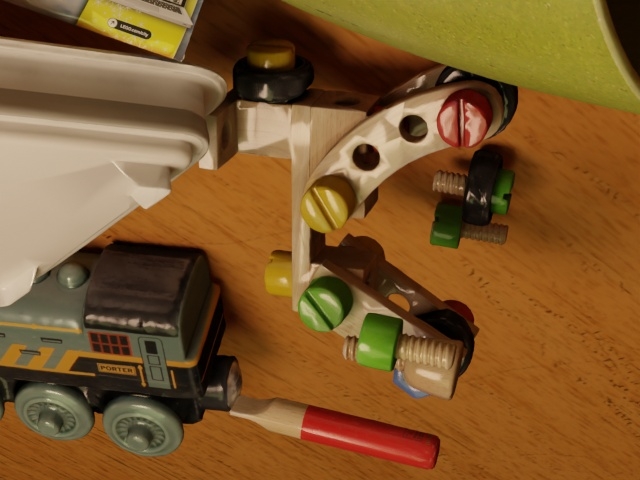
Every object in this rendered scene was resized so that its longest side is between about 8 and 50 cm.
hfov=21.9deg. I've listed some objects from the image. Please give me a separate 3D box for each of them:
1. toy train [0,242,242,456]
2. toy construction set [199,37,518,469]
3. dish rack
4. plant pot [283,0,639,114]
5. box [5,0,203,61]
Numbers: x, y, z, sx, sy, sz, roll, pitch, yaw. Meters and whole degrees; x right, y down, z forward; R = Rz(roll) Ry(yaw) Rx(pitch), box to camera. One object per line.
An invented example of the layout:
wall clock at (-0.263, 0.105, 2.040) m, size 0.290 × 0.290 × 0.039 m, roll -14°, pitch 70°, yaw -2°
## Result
toy train at (-0.237, 0.085, 1.509) m, size 0.334 × 0.142 × 0.190 m, roll 6°, pitch 135°, yaw 11°
toy construction set at (0.000, 0.000, 1.166) m, size 0.237 × 0.309 × 0.257 m, roll 11°, pitch 139°, yaw 9°
dish rack at (-0.244, -0.029, 1.098) m, size 0.285 × 0.072 × 0.333 m, roll 3°, pitch 158°, yaw -38°
plant pot at (0.067, -0.208, 0.874) m, size 0.293 × 0.275 × 0.275 m, roll 7°, pitch 150°, yaw 34°
box at (-0.166, -0.221, 0.994) m, size 0.233 × 0.044 × 0.159 m, roll 18°, pitch 102°, yaw -15°
